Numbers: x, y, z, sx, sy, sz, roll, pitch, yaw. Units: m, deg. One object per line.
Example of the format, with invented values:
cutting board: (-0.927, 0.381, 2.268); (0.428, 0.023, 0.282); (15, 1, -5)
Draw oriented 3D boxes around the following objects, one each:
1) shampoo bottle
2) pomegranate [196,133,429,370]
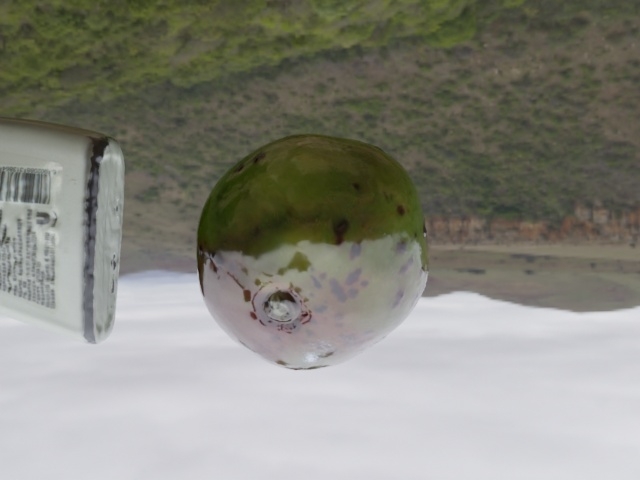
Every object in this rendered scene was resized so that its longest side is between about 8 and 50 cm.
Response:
shampoo bottle: (-0.286, -0.018, 0.546); (0.284, 0.153, 0.071); (7, -175, 6)
pomegranate: (-0.001, 0.006, 0.393); (0.130, 0.130, 0.130); (-2, 178, 0)
